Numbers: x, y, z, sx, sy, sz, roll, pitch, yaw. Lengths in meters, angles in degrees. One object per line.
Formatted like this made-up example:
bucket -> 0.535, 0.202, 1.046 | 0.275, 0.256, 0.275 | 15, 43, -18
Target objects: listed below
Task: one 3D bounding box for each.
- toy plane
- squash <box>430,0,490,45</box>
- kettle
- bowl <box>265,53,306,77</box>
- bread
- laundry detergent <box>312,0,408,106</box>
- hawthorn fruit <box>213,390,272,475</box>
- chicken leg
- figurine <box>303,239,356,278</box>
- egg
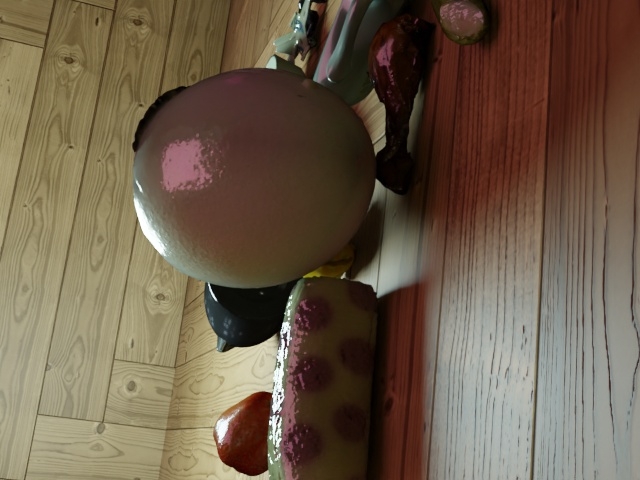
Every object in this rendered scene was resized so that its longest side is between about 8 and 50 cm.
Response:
toy plane -> -0.032, -0.553, 2.142 | 0.262, 0.088, 0.192 | -56, 31, 32
squash -> 0.192, -0.347, 1.230 | 0.239, 0.069, 0.069 | -97, 24, -49
kettle -> -0.145, 0.118, 1.931 | 0.268, 0.207, 0.290 | -55, -8, -30
bowl -> -0.090, -0.348, 2.131 | 0.211, 0.112, 0.211 | -170, 90, -73
bread -> 0.000, 0.235, 1.353 | 0.187, 0.155, 0.338 | 125, 151, -65
laundry detergent -> 0.082, -0.382, 1.479 | 0.215, 0.105, 0.280 | -51, -12, -51
hawthorn fruit -> -0.120, 0.369, 1.733 | 0.203, 0.162, 0.162 | -52, 22, 11
chicken leg -> 0.123, -0.221, 1.372 | 0.113, 0.093, 0.304 | -20, 64, 59
figurine -> 0.000, 0.000, 1.595 | 0.246, 0.131, 0.156 | -86, -8, -73
egg -> -0.064, -0.102, 1.336 | 0.340, 0.354, 0.354 | -3, 74, 42
